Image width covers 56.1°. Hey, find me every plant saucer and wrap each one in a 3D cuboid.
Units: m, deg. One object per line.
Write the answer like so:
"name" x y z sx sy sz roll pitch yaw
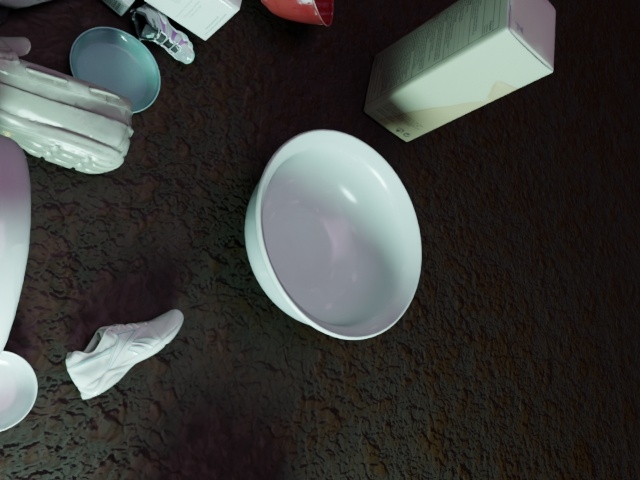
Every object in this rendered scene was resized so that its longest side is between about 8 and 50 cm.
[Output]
"plant saucer" -0.272 -0.221 0.792 0.119 0.021 0.119 11 71 -36

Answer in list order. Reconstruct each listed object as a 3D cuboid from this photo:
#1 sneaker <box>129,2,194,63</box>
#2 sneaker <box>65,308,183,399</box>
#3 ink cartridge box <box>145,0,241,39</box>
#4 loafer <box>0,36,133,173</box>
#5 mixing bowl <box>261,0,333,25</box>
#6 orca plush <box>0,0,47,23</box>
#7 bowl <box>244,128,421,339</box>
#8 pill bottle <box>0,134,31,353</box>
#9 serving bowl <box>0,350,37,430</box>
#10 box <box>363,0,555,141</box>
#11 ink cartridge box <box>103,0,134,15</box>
"sneaker" -0.224 -0.279 0.827 0.098 0.038 0.069 48 34 -7
"sneaker" -0.229 0.120 0.716 0.152 0.054 0.061 -37 99 -38
"ink cartridge box" -0.208 -0.404 0.810 0.218 0.092 0.158 28 56 -34
"loafer" -0.358 -0.174 0.655 0.320 0.112 0.111 23 70 -42
"mixing bowl" -0.048 -0.427 0.956 0.181 0.098 0.181 -5 90 -74
"orca plush" -0.393 -0.312 0.648 0.102 0.151 0.287 43 43 0
"bowl" 0.000 0.000 0.879 0.298 0.134 0.297 11 72 -36
"pill bottle" -0.460 -0.011 0.450 0.408 0.229 0.228 9 73 -37
"serving bowl" -0.344 0.158 0.629 0.083 0.027 0.083 11 72 -36
"box" 0.229 -0.304 1.026 0.121 0.311 0.147 29 62 -30
"ink cartridge box" -0.269 -0.370 0.828 0.063 0.029 0.115 38 52 -25
